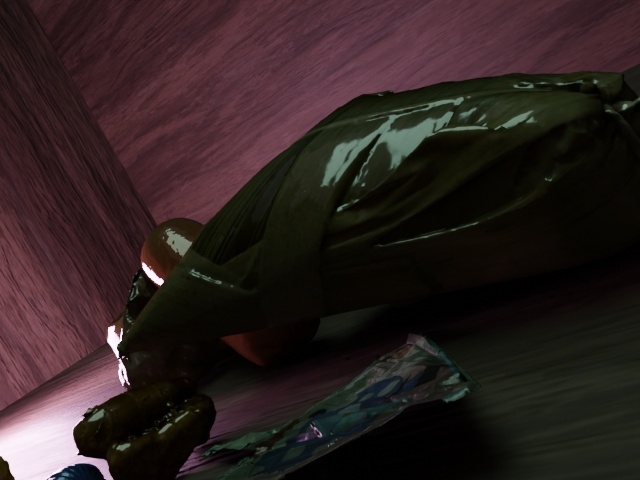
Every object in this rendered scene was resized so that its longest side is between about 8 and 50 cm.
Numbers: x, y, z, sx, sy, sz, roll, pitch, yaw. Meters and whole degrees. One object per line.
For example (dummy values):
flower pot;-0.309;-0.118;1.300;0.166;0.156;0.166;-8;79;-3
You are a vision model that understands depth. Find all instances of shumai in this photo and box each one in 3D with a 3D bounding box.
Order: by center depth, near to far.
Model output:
shumai;-0.172;0.147;1.006;0.283;0.217;0.346;3;20;0

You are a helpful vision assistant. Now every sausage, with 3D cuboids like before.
sausage;-0.132;0.069;0.822;0.304;0.121;0.121;30;47;35

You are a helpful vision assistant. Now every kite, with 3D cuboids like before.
kite;-0.019;0.144;0.445;0.406;0.014;0.368;-25;-7;-41

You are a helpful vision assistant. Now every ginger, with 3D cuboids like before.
ginger;-0.165;0.192;0.606;0.162;0.103;0.073;-20;-40;-59

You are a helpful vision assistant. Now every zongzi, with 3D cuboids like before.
zongzi;0.059;0.024;0.541;0.467;0.218;0.500;-44;24;-18

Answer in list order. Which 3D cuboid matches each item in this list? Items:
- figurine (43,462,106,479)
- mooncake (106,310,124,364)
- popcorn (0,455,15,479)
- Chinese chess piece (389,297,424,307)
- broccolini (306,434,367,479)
figurine;-0.268;0.266;0.556;0.136;0.077;0.079;-27;-34;-10
mooncake;-0.330;0.180;1.287;0.284;0.155;0.284;-30;6;4
popcorn;-0.451;0.298;0.618;0.256;0.195;0.255;-8;17;17
Chinese chess piece;0.120;0.055;0.749;0.084;0.034;0.084;-28;8;4
broccolini;-0.015;0.166;0.369;0.052;0.054;0.194;-47;-5;25
